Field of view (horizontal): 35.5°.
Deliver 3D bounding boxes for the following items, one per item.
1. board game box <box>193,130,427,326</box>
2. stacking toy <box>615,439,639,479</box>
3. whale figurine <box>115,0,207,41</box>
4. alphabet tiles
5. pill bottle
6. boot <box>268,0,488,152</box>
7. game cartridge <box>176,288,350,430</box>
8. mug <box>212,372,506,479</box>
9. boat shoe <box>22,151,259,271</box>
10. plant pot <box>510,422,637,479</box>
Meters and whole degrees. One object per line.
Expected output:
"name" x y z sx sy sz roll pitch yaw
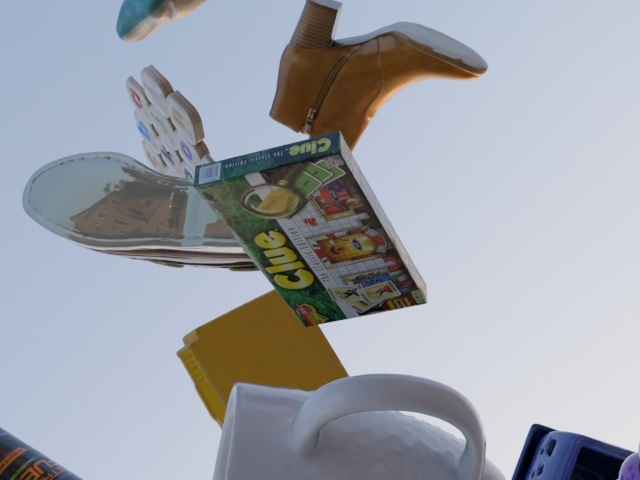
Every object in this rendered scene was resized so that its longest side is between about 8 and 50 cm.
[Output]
"board game box" 0.000 0.000 0.935 0.260 0.136 0.030 55 -149 -50
"stacking toy" 0.285 0.341 0.999 0.141 0.141 0.330 10 -57 -43
"whale figurine" -0.185 -0.375 1.306 0.141 0.216 0.272 48 -126 -19
"alphabet tiles" -0.184 -0.101 1.390 0.021 0.278 0.284 -30 -39 -21
"pill bottle" -0.391 0.371 1.387 0.130 0.245 0.130 -57 -13 -21
"boot" 0.079 -0.219 1.474 0.104 0.295 0.211 -55 -17 -61
"game cartridge" -0.054 0.246 1.554 0.285 0.052 0.324 -24 -100 -54
"mug" 0.049 0.287 1.123 0.328 0.276 0.374 10 -52 -7
"boat shoe" -0.175 -0.025 1.115 0.097 0.324 0.117 59 -141 -62
"plant pot" 0.425 0.434 1.616 0.236 0.212 0.236 22 -94 -12
